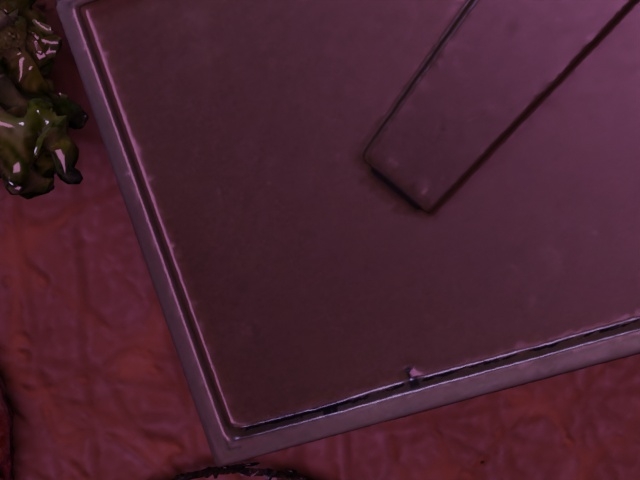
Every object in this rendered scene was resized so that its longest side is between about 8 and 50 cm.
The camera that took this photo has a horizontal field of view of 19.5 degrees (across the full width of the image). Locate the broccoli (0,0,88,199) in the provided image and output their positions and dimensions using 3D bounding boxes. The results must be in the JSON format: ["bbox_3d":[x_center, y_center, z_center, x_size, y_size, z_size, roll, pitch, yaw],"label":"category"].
[{"bbox_3d":[-0.192,-0.055,0.671,0.164,0.304,0.146,-21,97,7],"label":"broccoli"}]

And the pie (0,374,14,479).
[{"bbox_3d":[-0.206,0.096,0.832,0.153,0.038,0.154,1,102,3],"label":"pie"}]

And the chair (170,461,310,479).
[{"bbox_3d":[-0.010,0.206,0.822,0.213,0.149,0.174,37,104,38],"label":"chair"}]

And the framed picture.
[{"bbox_3d":[0.056,-0.044,0.734,0.289,0.020,0.211,-17,98,17],"label":"framed picture"}]

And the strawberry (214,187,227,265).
[{"bbox_3d":[-0.001,-0.001,0.807,0.103,0.048,0.152,11,103,-6],"label":"strawberry"}]
